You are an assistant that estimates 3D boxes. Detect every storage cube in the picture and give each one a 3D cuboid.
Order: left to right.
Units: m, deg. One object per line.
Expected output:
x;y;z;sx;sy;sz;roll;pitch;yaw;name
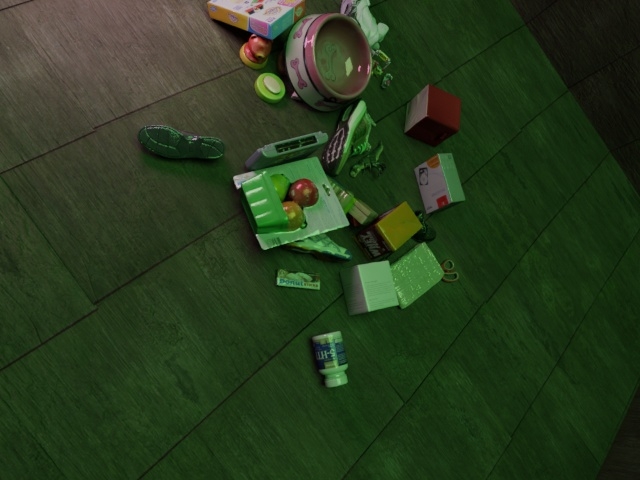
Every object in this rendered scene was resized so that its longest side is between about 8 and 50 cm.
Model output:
0.540;-0.601;2.191;0.193;0.183;0.215;16;69;-21;storage cube

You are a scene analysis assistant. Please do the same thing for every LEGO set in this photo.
0.224;-0.843;2.142;0.287;0.107;0.132;16;68;-23;LEGO set

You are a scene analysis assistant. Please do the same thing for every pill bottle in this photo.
0.041;0.436;1.670;0.112;0.112;0.187;-7;78;-29;pill bottle

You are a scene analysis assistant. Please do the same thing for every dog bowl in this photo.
0.053;-0.763;1.923;0.408;0.150;0.408;-6;99;-40;dog bowl

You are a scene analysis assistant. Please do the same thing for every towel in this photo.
0.402;0.147;1.972;0.282;0.049;0.187;-31;90;-25;towel

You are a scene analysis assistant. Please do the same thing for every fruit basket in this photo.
-0.111;-0.144;1.703;0.353;0.165;0.327;-15;69;-26;fruit basket

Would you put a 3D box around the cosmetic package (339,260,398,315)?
0.190;0.189;1.797;0.151;0.151;0.184;-6;79;-29;cosmetic package

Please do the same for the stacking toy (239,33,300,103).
-0.156;-0.733;1.901;0.308;0.130;0.280;-10;80;-29;stacking toy

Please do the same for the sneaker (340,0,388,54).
0.211;-1.069;2.190;0.210;0.137;0.366;13;75;-24;sneaker

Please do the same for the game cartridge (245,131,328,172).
-0.134;-0.339;1.756;0.297;0.198;0.062;-22;86;-31;game cartridge

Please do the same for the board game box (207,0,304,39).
-0.260;-0.948;1.853;0.316;0.064;0.242;27;58;18;board game box

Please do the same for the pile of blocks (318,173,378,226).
0.063;-0.171;1.880;0.362;0.149;0.113;38;105;-3;pile of blocks

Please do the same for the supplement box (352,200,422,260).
0.276;-0.036;1.881;0.191;0.194;0.129;-37;94;-31;supplement box

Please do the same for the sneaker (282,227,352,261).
0.000;0.000;1.778;0.296;0.112;0.131;18;67;-22;sneaker

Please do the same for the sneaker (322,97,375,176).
0.151;-0.426;1.966;0.182;0.158;0.410;35;63;-25;sneaker

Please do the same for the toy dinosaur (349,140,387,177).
0.243;-0.350;2.037;0.118;0.064;0.268;45;57;-1;toy dinosaur

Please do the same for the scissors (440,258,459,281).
0.507;0.143;2.049;0.297;0.021;0.109;-2;76;-28;scissors

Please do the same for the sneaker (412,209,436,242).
0.445;-0.063;2.017;0.227;0.130;0.087;28;66;-20;sneaker

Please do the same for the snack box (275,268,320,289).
-0.085;0.150;1.740;0.178;0.022;0.064;9;73;-25;snack box

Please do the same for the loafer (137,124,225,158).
-0.503;-0.352;1.648;0.302;0.095;0.109;6;103;-21;loafer

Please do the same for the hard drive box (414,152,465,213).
0.549;-0.261;2.097;0.089;0.181;0.232;-9;79;-29;hard drive box
